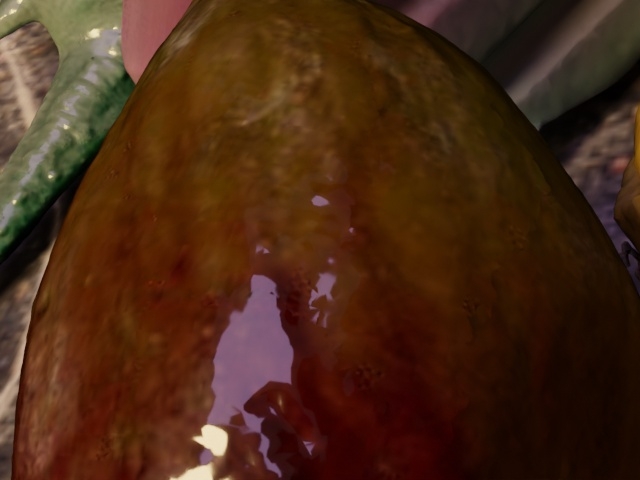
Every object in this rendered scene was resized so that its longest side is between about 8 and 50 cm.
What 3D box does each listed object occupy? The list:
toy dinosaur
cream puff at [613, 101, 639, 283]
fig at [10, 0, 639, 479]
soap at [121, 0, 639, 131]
[{"bbox_3d":[-0.123,-0.080,0.714,0.129,0.076,0.383,28,67,24],"label":"toy dinosaur"},{"bbox_3d":[0.163,-0.007,0.432,0.189,0.129,0.189,-11,27,6],"label":"cream puff"},{"bbox_3d":[0.002,0.000,0.437,0.145,0.170,0.274,-17,71,35],"label":"fig"},{"bbox_3d":[0.068,-0.156,0.598,0.324,0.193,0.109,-45,40,-17],"label":"soap"}]
